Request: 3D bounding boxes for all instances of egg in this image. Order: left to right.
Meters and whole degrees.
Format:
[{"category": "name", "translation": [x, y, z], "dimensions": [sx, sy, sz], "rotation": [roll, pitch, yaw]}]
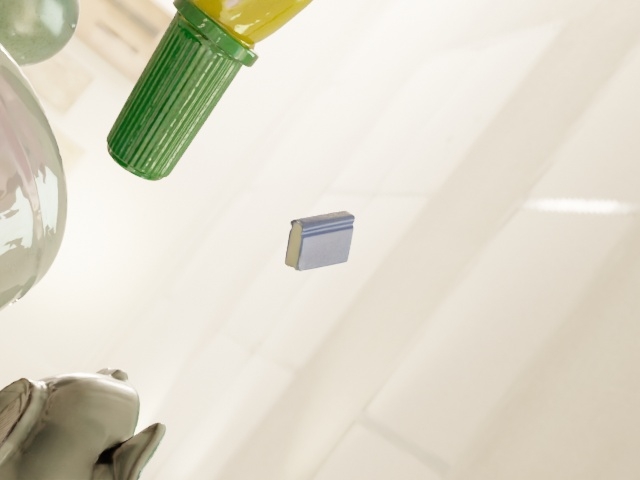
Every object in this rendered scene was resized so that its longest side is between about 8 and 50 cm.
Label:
[{"category": "egg", "translation": [-0.383, -0.293, 1.589], "dimensions": [0.169, 0.169, 0.236], "rotation": [-49, 149, 9]}]

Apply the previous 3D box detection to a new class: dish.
[{"category": "dish", "translation": [-0.226, 0.169, 1.066], "dimensions": [0.246, 0.078, 0.224], "rotation": [-19, -145, 49]}]

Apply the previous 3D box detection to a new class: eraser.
[{"category": "eraser", "translation": [0.000, 0.000, 1.662], "dimensions": [0.027, 0.084, 0.063], "rotation": [33, -57, 42]}]

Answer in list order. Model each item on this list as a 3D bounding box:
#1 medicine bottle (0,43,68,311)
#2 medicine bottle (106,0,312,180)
[{"category": "medicine bottle", "translation": [-0.339, -0.007, 0.860], "dimensions": [0.302, 0.241, 0.241], "rotation": [-39, -179, -43]}, {"category": "medicine bottle", "translation": [-0.056, -0.175, 0.963], "dimensions": [0.111, 0.076, 0.309], "rotation": [48, -66, 35]}]
